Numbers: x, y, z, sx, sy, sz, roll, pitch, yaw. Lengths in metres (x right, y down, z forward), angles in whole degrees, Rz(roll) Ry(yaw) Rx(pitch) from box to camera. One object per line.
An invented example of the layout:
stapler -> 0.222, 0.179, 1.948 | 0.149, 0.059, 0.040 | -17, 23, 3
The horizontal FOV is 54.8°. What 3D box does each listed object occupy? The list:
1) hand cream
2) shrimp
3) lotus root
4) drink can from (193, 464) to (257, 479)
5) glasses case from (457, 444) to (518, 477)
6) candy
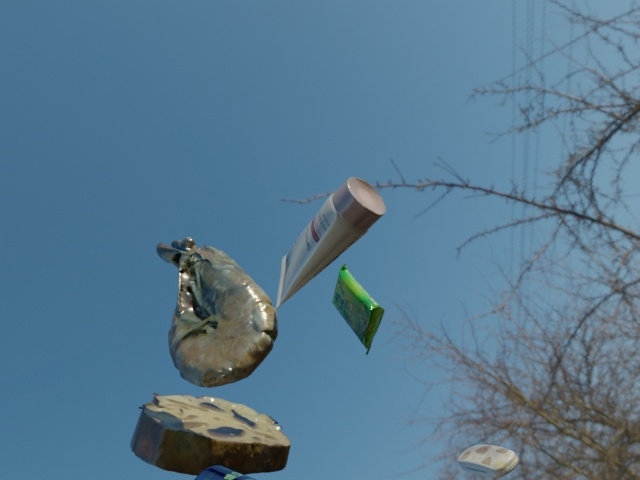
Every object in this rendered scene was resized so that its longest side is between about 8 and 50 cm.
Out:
hand cream -> 0.000, 0.000, 1.043 | 0.083, 0.133, 0.248 | 34, -60, -19
shrimp -> -0.231, 0.128, 1.250 | 0.221, 0.446, 0.110 | -39, -48, -4
lotus root -> -0.255, 0.461, 1.470 | 0.390, 0.374, 0.111 | 39, -118, -81
drink can -> -0.107, 0.423, 0.932 | 0.118, 0.204, 0.118 | -15, -71, -54
glasses case -> 0.335, 0.443, 1.245 | 0.063, 0.041, 0.164 | -31, -1, -22
candy -> 0.070, 0.130, 1.207 | 0.032, 0.178, 0.102 | -2, -62, -23
